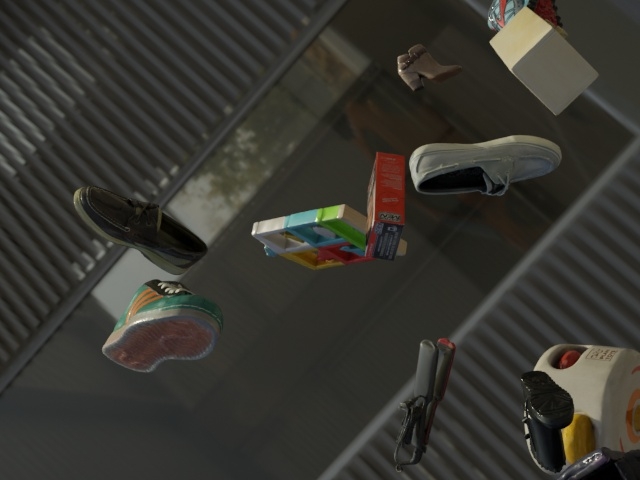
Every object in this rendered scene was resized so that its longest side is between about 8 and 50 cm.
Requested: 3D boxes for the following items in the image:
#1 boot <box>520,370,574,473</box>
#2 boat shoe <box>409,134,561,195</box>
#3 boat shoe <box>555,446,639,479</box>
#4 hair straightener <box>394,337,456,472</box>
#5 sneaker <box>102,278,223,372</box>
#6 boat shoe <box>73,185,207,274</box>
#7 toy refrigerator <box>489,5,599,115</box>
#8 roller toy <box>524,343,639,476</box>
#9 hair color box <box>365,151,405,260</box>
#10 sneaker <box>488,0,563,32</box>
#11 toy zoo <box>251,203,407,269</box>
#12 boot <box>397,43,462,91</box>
[{"bbox_3d":[0.250,0.207,1.154,0.121,0.045,0.099,-109,8,-73],"label":"boot"},{"bbox_3d":[0.248,-0.101,1.583,0.079,0.228,0.081,81,-172,-51],"label":"boat shoe"},{"bbox_3d":[0.270,0.346,1.185,0.158,0.340,0.127,16,-148,-35],"label":"boat shoe"},{"bbox_3d":[0.147,0.265,1.676,0.089,0.230,0.047,4,-163,-41],"label":"hair straightener"},{"bbox_3d":[-0.214,0.100,1.475,0.108,0.121,0.302,32,153,-21],"label":"sneaker"},{"bbox_3d":[-0.261,-0.025,1.568,0.223,0.073,0.080,36,-144,-37],"label":"boat shoe"},{"bbox_3d":[0.343,-0.286,1.633,0.102,0.094,0.269,42,-164,-11],"label":"toy refrigerator"},{"bbox_3d":[0.388,0.242,1.487,0.146,0.191,0.209,0,155,37],"label":"roller toy"},{"bbox_3d":[0.088,-0.048,1.437,0.043,0.072,0.141,8,-137,-4],"label":"hair color box"},{"bbox_3d":[0.372,-0.405,1.953,0.104,0.125,0.261,25,-128,-28],"label":"sneaker"},{"bbox_3d":[0.000,0.000,2.108,0.293,0.030,0.192,-11,150,43],"label":"toy zoo"},{"bbox_3d":[0.211,-0.350,2.091,0.042,0.119,0.087,50,-160,-70],"label":"boot"}]
